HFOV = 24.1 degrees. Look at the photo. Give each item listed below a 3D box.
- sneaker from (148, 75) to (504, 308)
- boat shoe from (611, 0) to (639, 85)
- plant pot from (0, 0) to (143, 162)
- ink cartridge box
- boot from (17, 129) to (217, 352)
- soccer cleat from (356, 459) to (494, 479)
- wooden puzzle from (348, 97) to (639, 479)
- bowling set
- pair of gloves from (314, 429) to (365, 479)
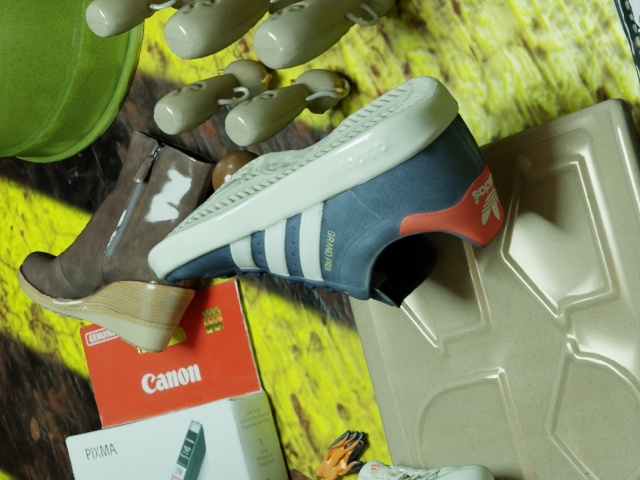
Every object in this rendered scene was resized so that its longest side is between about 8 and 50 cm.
[{"bbox_3d":[0.000,0.000,1.216,0.350,0.131,0.148,-22,110,46],"label":"sneaker"},{"bbox_3d":[0.316,-0.047,0.997,0.187,0.156,0.500,-35,72,42],"label":"boat shoe"},{"bbox_3d":[-0.431,-0.249,1.518,0.366,0.353,0.366,7,101,42],"label":"plant pot"},{"bbox_3d":[-0.162,0.185,1.539,0.275,0.060,0.239,-18,85,43],"label":"ink cartridge box"},{"bbox_3d":[-0.209,-0.013,1.553,0.248,0.090,0.207,20,98,41],"label":"boot"},{"bbox_3d":[0.066,0.212,1.239,0.196,0.068,0.076,-36,69,48],"label":"soccer cleat"},{"bbox_3d":[0.168,0.082,1.211,0.348,0.080,0.322,-19,83,47],"label":"wooden puzzle"},{"bbox_3d":[-0.064,-0.146,1.364,0.287,0.154,0.200,18,127,38],"label":"bowling set"},{"bbox_3d":[0.035,0.222,1.394,0.083,0.010,0.074,53,126,20],"label":"pair of gloves"}]
